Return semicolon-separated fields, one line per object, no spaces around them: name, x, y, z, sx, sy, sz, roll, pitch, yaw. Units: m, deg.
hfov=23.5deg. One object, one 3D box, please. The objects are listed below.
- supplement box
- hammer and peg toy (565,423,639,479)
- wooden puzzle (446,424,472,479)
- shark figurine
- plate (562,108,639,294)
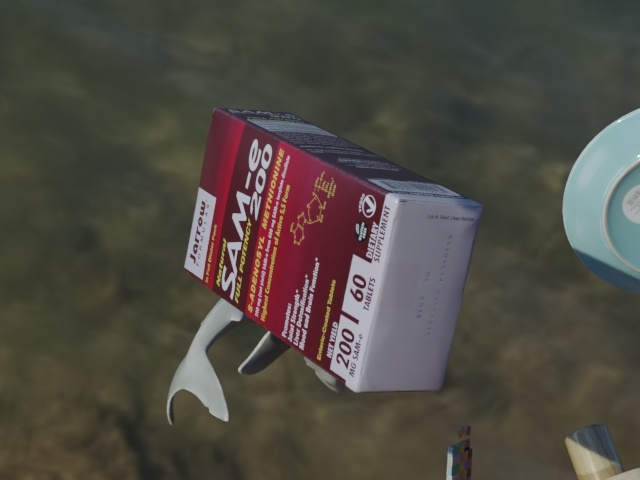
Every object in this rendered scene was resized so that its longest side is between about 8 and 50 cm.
supplement box;0.000;0.000;1.045;0.073;0.130;0.239;3;16;-33
hammer and peg toy;0.218;0.244;1.284;0.361;0.266;0.127;-21;65;10
wooden puzzle;0.142;0.230;1.570;0.006;0.083;0.049;6;7;30
shark figurine;-0.028;0.071;1.355;0.116;0.166;0.278;1;3;32
plate;0.294;-0.027;1.265;0.188;0.188;0.024;12;31;-7
